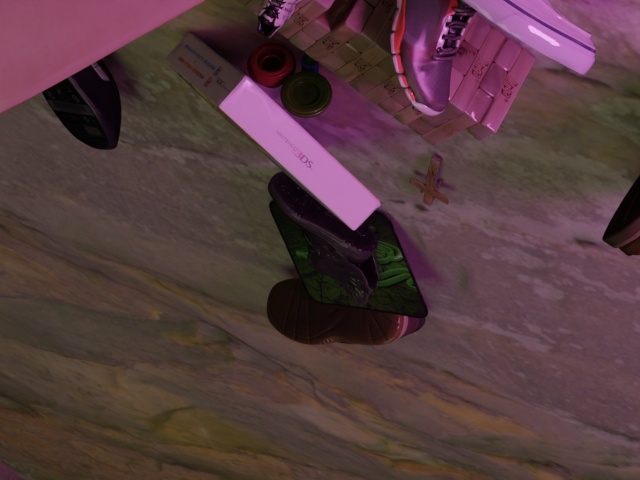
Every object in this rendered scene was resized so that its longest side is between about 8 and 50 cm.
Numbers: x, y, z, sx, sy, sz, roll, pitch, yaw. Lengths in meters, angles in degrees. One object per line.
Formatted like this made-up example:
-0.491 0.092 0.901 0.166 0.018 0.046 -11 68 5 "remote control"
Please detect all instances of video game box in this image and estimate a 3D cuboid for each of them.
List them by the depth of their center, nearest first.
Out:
-0.050 -0.111 1.920 0.205 0.048 0.187 42 178 -28 "video game box"

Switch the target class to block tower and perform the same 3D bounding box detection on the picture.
0.022 -0.211 1.662 0.335 0.091 0.097 35 157 -14 "block tower"

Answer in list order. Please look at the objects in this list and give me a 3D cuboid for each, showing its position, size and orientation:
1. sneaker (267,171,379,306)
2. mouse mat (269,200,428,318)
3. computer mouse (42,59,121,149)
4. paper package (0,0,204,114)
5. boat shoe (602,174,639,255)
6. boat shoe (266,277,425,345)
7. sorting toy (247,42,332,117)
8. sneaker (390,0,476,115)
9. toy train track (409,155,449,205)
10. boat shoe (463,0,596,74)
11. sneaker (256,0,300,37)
0.001 -0.002 2.143 0.170 0.051 0.089 35 143 -2 "sneaker"
0.031 0.021 2.192 0.189 0.007 0.153 5 130 42 "mouse mat"
-0.264 -0.209 2.045 0.184 0.060 0.262 5 136 52 "computer mouse"
-0.209 -0.307 1.387 0.325 0.309 0.168 57 -169 -29 "paper package"
0.344 -0.039 1.623 0.104 0.111 0.307 32 157 -5 "boat shoe"
0.030 0.092 2.307 0.223 0.080 0.073 5 177 44 "boat shoe"
-0.026 -0.155 1.876 0.102 0.061 0.042 46 164 20 "sorting toy"
0.098 -0.183 1.585 0.065 0.158 0.061 -1 -171 32 "sneaker"
0.117 -0.065 1.962 0.048 0.014 0.083 31 153 14 "toy train track"
0.139 -0.220 1.521 0.226 0.076 0.083 33 -171 -10 "boat shoe"
-0.034 -0.197 1.591 0.032 0.037 0.083 29 155 4 "sneaker"
